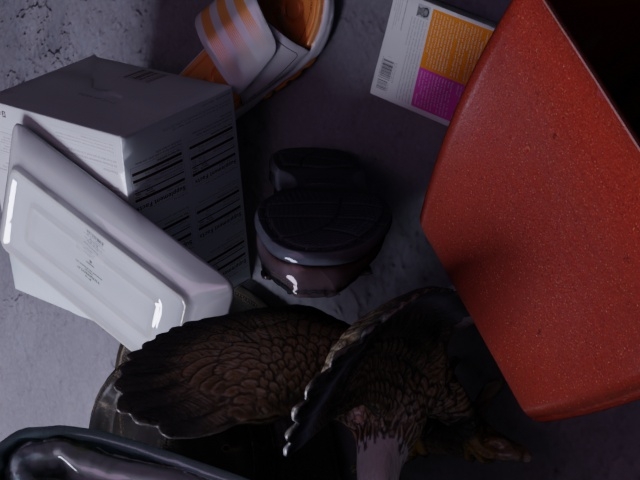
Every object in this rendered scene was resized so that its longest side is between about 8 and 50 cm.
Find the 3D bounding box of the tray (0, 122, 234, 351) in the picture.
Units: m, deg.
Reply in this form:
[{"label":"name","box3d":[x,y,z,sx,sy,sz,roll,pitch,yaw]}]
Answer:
[{"label":"tray","box3d":[-0.196,0.023,1.227,0.270,0.030,0.145,35,130,21]}]

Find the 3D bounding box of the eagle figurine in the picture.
[{"label":"eagle figurine","box3d":[0.029,0.110,1.062,0.226,0.298,0.225,-48,40,13]}]

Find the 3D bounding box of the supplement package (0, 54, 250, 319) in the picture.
[{"label":"supplement package","box3d":[-0.190,-0.046,1.316,0.194,0.149,0.203,18,123,36]}]

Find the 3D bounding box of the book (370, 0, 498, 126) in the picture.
[{"label":"book","box3d":[0.112,-0.147,1.177,0.144,0.035,0.096,29,113,35]}]

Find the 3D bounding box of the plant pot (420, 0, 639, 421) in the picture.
[{"label":"plant pot","box3d":[0.229,-0.020,0.962,0.236,0.267,0.267,-47,64,47]}]

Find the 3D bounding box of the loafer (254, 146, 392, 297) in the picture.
[{"label":"loafer","box3d":[0.000,0.000,1.148,0.109,0.302,0.095,2,108,-2]}]

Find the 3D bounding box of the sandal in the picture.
[{"label":"sandal","box3d":[-0.089,-0.168,1.308,0.265,0.076,0.102,-43,67,32]}]

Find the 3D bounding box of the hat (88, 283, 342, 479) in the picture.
[{"label":"hat","box3d":[-0.135,0.205,1.333,0.331,0.134,0.331,2,94,38]}]

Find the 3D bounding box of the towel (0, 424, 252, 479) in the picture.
[{"label":"towel","box3d":[-0.066,0.281,1.120,0.374,0.320,0.090,17,61,11]}]
